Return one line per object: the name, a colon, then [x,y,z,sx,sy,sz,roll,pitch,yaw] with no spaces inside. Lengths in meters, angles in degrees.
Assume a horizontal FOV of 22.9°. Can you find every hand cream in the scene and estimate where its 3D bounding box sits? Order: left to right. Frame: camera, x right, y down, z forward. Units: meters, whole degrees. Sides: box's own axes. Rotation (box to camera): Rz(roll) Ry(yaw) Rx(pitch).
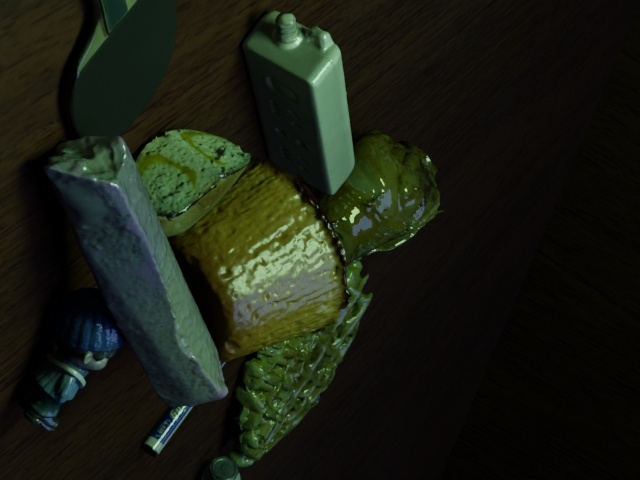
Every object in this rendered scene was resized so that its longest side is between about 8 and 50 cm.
hand cream: [-0.162,0.405,2.370,0.091,0.058,0.271,-45,164,-35]

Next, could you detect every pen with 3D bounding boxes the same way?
pen: [-0.162,0.192,2.035,0.204,0.025,0.025,-54,163,-24]

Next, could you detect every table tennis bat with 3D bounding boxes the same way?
table tennis bat: [-0.175,-0.174,1.353,0.154,0.021,0.274,-55,166,-19]

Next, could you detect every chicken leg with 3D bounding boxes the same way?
chicken leg: [0.000,0.000,1.996,0.429,0.153,0.201,-40,164,-34]

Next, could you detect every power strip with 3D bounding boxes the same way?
power strip: [-0.020,-0.150,1.732,0.058,0.098,0.338,-53,163,-16]

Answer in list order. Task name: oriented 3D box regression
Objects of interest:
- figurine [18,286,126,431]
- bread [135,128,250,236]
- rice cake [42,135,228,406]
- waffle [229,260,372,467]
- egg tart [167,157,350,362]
figurine: [-0.245,0.113,1.561,0.149,0.087,0.086,-51,-149,11]
bread: [-0.138,-0.053,1.565,0.157,0.083,0.094,-46,162,-36]
rice cake: [-0.166,0.037,1.489,0.399,0.070,0.064,72,16,-50]
waffle: [-0.030,0.179,2.332,0.297,0.073,0.317,-42,156,-47]
egg tart: [-0.084,0.032,1.682,0.171,0.215,0.215,-34,152,-35]
